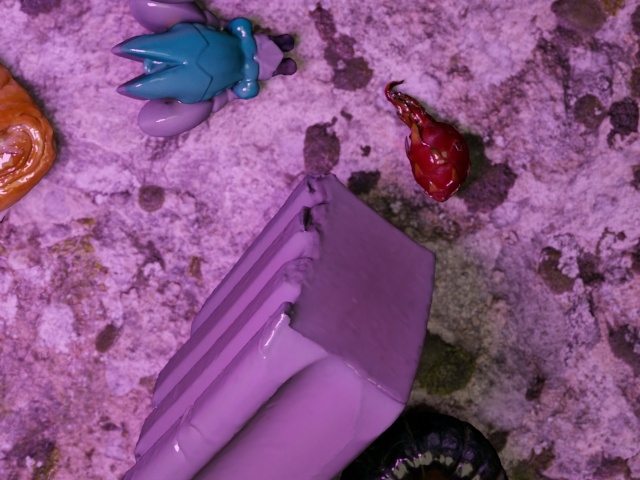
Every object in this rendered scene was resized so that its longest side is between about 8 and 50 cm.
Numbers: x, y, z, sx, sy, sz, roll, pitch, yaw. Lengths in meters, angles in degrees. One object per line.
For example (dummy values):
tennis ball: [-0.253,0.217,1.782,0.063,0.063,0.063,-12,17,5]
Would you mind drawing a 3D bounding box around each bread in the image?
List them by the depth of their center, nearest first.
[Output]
bread: [-0.479,-0.147,1.806,0.198,0.120,0.236,-42,103,-2]

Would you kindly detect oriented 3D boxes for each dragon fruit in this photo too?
dragon fruit: [0.157,-0.150,1.936,0.094,0.094,0.190,-24,92,-5]

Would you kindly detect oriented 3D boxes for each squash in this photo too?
squash: [0.154,0.375,1.983,0.252,0.165,0.252,-2,103,-9]

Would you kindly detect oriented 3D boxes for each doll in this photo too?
doll: [-0.170,-0.229,1.847,0.258,0.153,0.194,21,77,-29]

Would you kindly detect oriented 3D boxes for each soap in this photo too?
soap: [-0.061,0.182,1.793,0.213,0.350,0.435,31,125,-16]

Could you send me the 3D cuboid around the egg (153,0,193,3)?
egg: [-0.209,-0.399,1.751,0.168,0.231,0.168,-32,140,-32]
